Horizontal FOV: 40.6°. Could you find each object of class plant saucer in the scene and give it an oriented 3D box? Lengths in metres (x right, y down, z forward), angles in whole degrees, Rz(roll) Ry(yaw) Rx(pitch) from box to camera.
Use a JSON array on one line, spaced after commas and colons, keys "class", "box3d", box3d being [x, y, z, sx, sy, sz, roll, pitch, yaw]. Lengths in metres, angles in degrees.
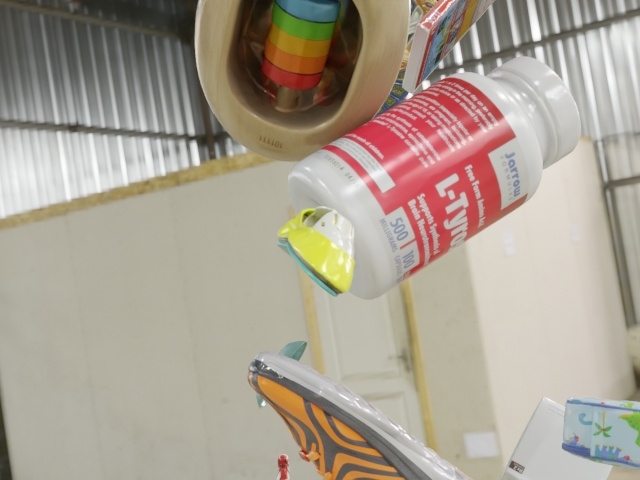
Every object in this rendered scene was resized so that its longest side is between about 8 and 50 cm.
[{"class": "plant saucer", "box3d": [-0.061, 0.191, 1.264, 0.021, 0.119, 0.119, 34, 7, 10]}]

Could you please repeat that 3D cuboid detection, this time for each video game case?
[{"class": "video game case", "box3d": [0.243, -0.396, 1.459, 0.285, 0.025, 0.204, -49, -11, -15]}]

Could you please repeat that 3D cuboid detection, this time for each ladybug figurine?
[{"class": "ladybug figurine", "box3d": [-0.021, -0.322, 1.268, 0.305, 0.162, 0.449, 21, -48, -3]}]

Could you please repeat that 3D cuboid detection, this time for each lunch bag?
[{"class": "lunch bag", "box3d": [0.452, 0.266, 1.184, 0.219, 0.090, 0.176, 3, -4, 27]}]

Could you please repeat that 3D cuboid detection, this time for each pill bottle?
[{"class": "pill bottle", "box3d": [0.175, -0.106, 1.288, 0.408, 0.229, 0.229, -32, 5, -15]}]

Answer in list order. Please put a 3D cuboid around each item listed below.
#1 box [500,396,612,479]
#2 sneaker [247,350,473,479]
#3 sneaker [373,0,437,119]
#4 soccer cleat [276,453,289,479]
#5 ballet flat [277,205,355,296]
[{"class": "box", "box3d": [0.485, 0.445, 1.746, 0.181, 0.182, 0.119, 27, -17, 16]}, {"class": "sneaker", "box3d": [0.026, 0.263, 0.891, 0.180, 0.321, 0.124, -53, 1, -5]}, {"class": "sneaker", "box3d": [0.148, -0.381, 1.816, 0.112, 0.296, 0.131, 30, 0, -17]}, {"class": "soccer cleat", "box3d": [-0.070, 0.448, 1.643, 0.029, 0.083, 0.035, -1, -8, 9]}, {"class": "ballet flat", "box3d": [0.000, 0.000, 0.991, 0.077, 0.077, 0.231, -50, 15, -1]}]
